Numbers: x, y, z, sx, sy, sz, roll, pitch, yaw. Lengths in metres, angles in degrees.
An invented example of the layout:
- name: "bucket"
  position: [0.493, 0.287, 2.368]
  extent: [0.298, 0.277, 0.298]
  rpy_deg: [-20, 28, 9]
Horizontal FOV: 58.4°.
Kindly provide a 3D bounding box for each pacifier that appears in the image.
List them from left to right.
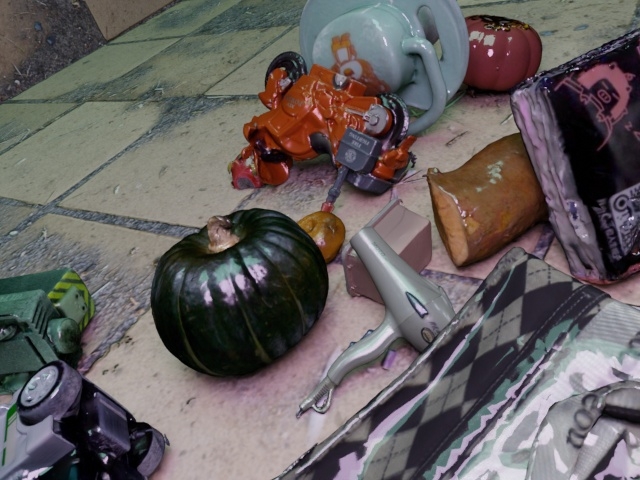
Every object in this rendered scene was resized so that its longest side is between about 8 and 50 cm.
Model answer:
- name: "pacifier"
  position: [0.132, -0.341, 1.010]
  extent: [0.343, 0.288, 0.269]
  rpy_deg: [8, 38, 45]

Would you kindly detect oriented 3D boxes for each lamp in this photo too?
- name: "lamp"
  position: [0.314, -0.338, 1.054]
  extent: [0.181, 0.140, 0.182]
  rpy_deg: [2, 35, -2]

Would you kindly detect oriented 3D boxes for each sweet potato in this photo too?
- name: "sweet potato"
  position: [0.289, -0.090, 0.731]
  extent: [0.336, 0.131, 0.131]
  rpy_deg: [-26, 35, -10]

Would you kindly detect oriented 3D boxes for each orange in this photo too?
- name: "orange"
  position: [0.000, 0.000, 0.799]
  extent: [0.086, 0.062, 0.086]
  rpy_deg: [-26, 34, 19]

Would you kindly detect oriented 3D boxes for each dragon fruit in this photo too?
- name: "dragon fruit"
  position: [-0.130, -0.131, 1.039]
  extent: [0.083, 0.060, 0.056]
  rpy_deg: [0, 36, 21]

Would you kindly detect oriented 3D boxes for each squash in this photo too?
- name: "squash"
  position: [-0.093, 0.055, 0.672]
  extent: [0.218, 0.172, 0.218]
  rpy_deg: [-36, 8, 6]

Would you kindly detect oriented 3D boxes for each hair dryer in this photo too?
- name: "hair dryer"
  position: [0.038, 0.081, 0.625]
  extent: [0.199, 0.067, 0.167]
  rpy_deg: [-23, 73, 4]

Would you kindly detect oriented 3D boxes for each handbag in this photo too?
- name: "handbag"
  position: [0.186, 0.213, 0.334]
  extent: [0.316, 0.180, 0.416]
  rpy_deg: [-37, 42, -17]

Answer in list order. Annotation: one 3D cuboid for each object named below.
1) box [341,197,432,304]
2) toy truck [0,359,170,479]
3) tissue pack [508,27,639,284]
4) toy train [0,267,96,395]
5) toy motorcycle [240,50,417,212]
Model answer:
- name: "box"
  position: [0.087, 0.017, 0.715]
  extent: [0.062, 0.089, 0.122]
  rpy_deg: [27, 55, 34]
- name: "toy truck"
  position: [-0.214, 0.267, 0.450]
  extent: [0.177, 0.177, 0.363]
  rpy_deg: [-34, 37, 0]
- name: "tissue pack"
  position: [0.394, -0.120, 0.629]
  extent: [0.332, 0.245, 0.123]
  rpy_deg: [-25, 9, -5]
- name: "toy train"
  position: [-0.468, 0.122, 0.794]
  extent: [0.329, 0.139, 0.178]
  rpy_deg: [-9, 32, 13]
- name: "toy motorcycle"
  position: [-0.004, -0.169, 0.938]
  extent: [0.325, 0.222, 0.147]
  rpy_deg: [33, 17, 32]
